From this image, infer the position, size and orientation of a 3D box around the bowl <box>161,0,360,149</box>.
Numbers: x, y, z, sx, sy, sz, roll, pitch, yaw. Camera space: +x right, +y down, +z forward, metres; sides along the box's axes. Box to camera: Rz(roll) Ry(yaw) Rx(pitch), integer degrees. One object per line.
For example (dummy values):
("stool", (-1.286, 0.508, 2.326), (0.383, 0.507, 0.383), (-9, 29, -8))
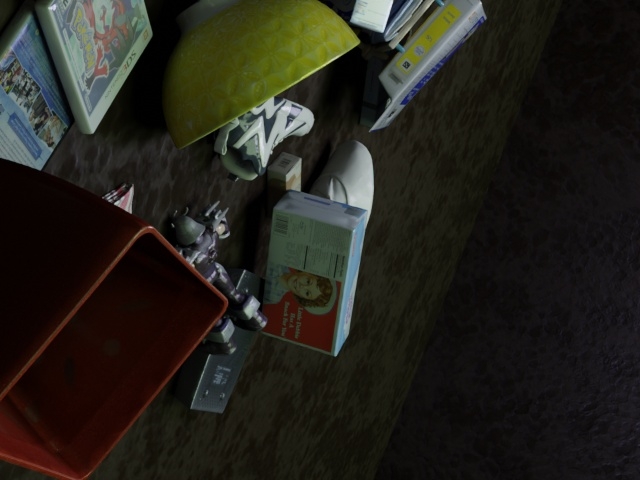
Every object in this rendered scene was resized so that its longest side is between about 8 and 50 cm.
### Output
("bowl", (-0.108, -0.261, 1.547), (0.156, 0.289, 0.289), (59, 35, -8))

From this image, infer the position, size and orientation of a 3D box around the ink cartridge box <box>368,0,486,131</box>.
("ink cartridge box", (0.192, -0.345, 2.196), (0.307, 0.072, 0.303), (-45, 178, 11))

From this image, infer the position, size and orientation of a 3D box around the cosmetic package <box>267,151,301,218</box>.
("cosmetic package", (-0.065, -0.094, 2.053), (0.060, 0.041, 0.115), (-53, 155, -41))

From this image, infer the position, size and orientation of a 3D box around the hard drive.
("hard drive", (-0.172, 0.175, 2.015), (0.255, 0.054, 0.172), (-69, 161, -5))

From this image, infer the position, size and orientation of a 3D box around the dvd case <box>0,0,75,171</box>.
("dvd case", (-0.352, -0.120, 1.280), (0.253, 0.022, 0.180), (-63, 161, -20))

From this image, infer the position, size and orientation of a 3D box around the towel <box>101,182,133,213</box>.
("towel", (-0.308, 0.022, 1.532), (0.197, 0.029, 0.144), (-43, 149, -52))

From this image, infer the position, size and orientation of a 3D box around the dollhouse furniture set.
("dollhouse furniture set", (0.133, -0.471, 1.984), (0.303, 0.198, 0.286), (-50, -171, 3))

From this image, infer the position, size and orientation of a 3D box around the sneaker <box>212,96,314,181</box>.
("sneaker", (-0.100, -0.161, 1.815), (0.153, 0.094, 0.235), (-69, 161, 1))

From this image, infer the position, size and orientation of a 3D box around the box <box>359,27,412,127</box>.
("box", (0.135, -0.342, 2.353), (0.145, 0.038, 0.186), (-48, 152, -49))

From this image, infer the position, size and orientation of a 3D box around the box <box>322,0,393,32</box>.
("box", (0.070, -0.433, 1.939), (0.072, 0.126, 0.137), (12, 100, -29))

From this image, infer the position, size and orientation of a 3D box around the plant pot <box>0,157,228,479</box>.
("plant pot", (-0.302, 0.068, 1.225), (0.267, 0.235, 0.267), (-51, 157, -8))

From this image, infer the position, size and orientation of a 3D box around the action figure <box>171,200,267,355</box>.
("action figure", (-0.185, 0.060, 1.808), (0.185, 0.099, 0.285), (-50, 139, -30))

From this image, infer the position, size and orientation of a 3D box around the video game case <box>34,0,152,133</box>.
("video game case", (-0.260, -0.258, 1.345), (0.201, 0.023, 0.183), (82, 25, -52))

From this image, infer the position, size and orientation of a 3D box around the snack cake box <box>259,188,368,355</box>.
("snack cake box", (-0.014, 0.058, 2.030), (0.089, 0.152, 0.264), (-53, 156, -58))

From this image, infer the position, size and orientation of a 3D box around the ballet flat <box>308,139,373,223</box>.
("ballet flat", (0.000, 0.000, 2.225), (0.139, 0.139, 0.400), (-19, 128, -66))
